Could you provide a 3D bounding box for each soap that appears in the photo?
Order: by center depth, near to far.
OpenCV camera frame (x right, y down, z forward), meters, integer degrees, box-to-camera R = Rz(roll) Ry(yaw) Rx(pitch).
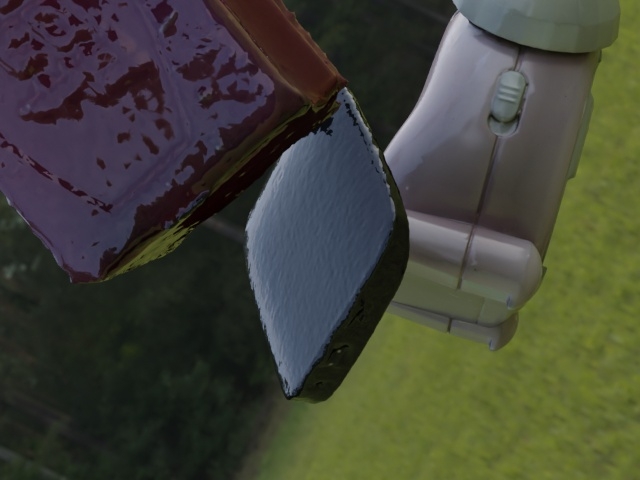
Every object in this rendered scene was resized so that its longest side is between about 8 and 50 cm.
[{"bbox_3d":[-0.126,-0.115,0.740,0.162,0.250,0.099,-42,-5,23],"label":"soap"}]

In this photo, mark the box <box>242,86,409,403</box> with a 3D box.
[{"bbox_3d":[0.000,0.000,1.096,0.201,0.042,0.212,-107,33,-42],"label":"box"}]

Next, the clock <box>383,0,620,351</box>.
[{"bbox_3d":[0.157,-0.089,1.364,0.342,0.184,0.326,102,-170,-79],"label":"clock"}]
